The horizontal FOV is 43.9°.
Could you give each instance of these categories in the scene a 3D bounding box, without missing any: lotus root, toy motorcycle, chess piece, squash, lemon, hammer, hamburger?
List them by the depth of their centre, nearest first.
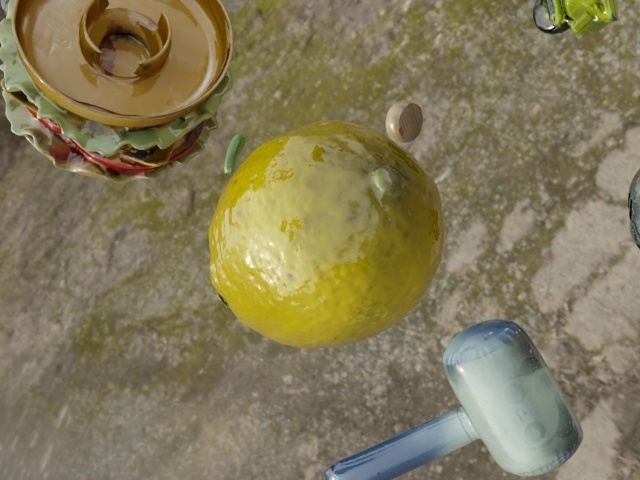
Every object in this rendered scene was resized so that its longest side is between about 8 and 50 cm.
[{"bbox_3d":[0.087,0.144,0.596,0.194,0.116,0.069,-30,-1,16],"label":"hammer"},{"bbox_3d":[0.000,0.000,0.886,0.320,0.245,0.245,-38,34,54],"label":"lemon"},{"bbox_3d":[0.410,-0.028,0.944,0.088,0.165,0.088,-9,27,4],"label":"lotus root"},{"bbox_3d":[-0.247,-0.199,0.965,0.212,0.275,0.274,132,155,-62],"label":"hamburger"},{"bbox_3d":[0.450,-0.520,1.349,0.206,0.142,0.342,-12,74,52],"label":"toy motorcycle"},{"bbox_3d":[-0.159,-0.160,1.454,0.027,0.027,0.089,-19,43,46],"label":"squash"},{"bbox_3d":[0.164,-0.232,1.552,0.038,0.084,0.083,19,79,41],"label":"chess piece"}]

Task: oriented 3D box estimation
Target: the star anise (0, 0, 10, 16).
[{"bbox_3d":[-0.385,-0.359,1.205,0.315,0.315,0.108,-17,27,47],"label":"star anise"}]
